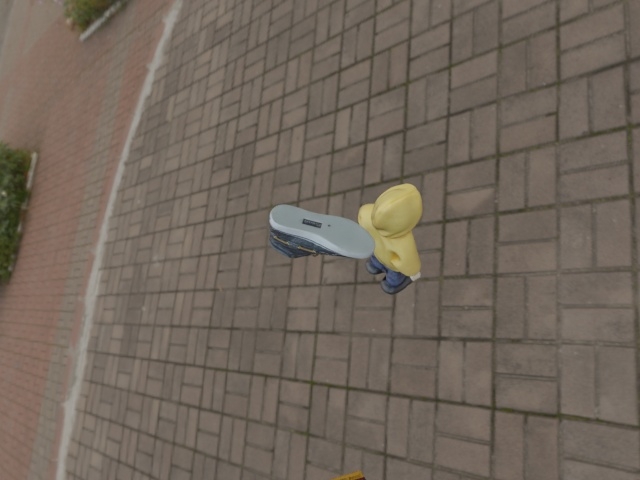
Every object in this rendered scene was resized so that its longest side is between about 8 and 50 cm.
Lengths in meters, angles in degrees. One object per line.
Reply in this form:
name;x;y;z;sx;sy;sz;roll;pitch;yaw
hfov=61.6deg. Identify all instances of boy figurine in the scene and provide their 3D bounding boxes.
boy figurine;0.129;-0.010;1.008;0.092;0.285;0.177;-31;60;-14

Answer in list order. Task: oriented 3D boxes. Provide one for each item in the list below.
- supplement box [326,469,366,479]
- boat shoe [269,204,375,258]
supplement box;0.045;0.669;1.230;0.194;0.191;0.129;48;134;50
boat shoe;0.000;0.000;0.910;0.083;0.183;0.065;102;-171;-54
